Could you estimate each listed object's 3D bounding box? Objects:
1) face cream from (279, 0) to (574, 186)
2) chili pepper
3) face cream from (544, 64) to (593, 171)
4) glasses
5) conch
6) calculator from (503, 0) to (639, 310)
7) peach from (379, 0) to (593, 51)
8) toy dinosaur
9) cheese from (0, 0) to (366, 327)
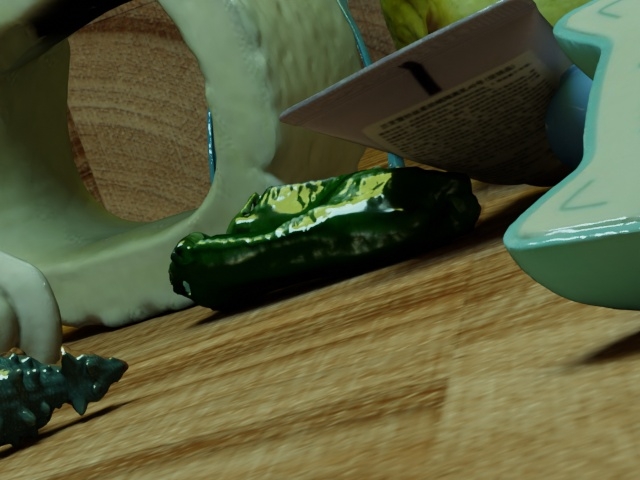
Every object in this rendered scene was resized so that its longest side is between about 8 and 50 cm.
[{"bbox_3d":[0.094,-0.087,1.161,0.154,0.096,0.274,-22,-13,21],"label":"face cream"},{"bbox_3d":[-0.002,-0.003,1.188,0.216,0.062,0.108,-16,12,34],"label":"chili pepper"},{"bbox_3d":[0.252,-0.100,1.113,0.264,0.083,0.149,-21,-3,-9],"label":"face cream"},{"bbox_3d":[-0.010,-0.101,1.709,0.189,0.221,0.088,-19,-35,28],"label":"glasses"},{"bbox_3d":[-0.193,0.055,1.089,0.094,0.104,0.176,2,-2,-10],"label":"conch"},{"bbox_3d":[0.254,-0.088,0.642,0.386,0.054,0.256,-22,22,23],"label":"calculator"},{"bbox_3d":[0.197,-0.210,1.462,0.315,0.281,0.314,-28,11,-9],"label":"peach"},{"bbox_3d":[-0.163,0.080,0.920,0.154,0.049,0.055,-16,5,-26],"label":"toy dinosaur"},{"bbox_3d":[-0.141,-0.094,1.418,0.332,0.292,0.153,-24,2,30],"label":"cheese"}]
